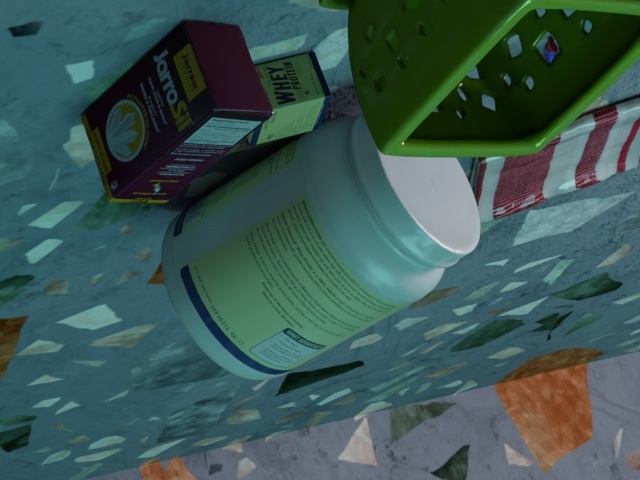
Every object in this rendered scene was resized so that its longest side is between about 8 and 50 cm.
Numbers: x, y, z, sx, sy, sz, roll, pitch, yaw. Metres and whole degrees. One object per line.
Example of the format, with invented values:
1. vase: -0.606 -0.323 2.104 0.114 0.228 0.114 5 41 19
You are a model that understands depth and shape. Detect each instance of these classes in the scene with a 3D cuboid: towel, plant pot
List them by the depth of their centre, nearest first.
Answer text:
1. plant pot: 0.149 -0.222 1.608 0.227 0.207 0.228 -3 146 -44
2. towel: 0.364 -0.119 2.429 0.329 0.037 0.237 -18 161 -6

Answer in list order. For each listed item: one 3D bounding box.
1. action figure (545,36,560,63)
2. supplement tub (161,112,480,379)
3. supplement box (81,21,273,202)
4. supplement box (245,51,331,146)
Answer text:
1. action figure: 0.280 -0.211 2.096 0.038 0.030 0.115 -23 164 -9
2. supplement tub: 0.000 0.000 2.059 0.325 0.235 0.235 -30 159 28
3. supplement box: -0.147 -0.125 1.757 0.081 0.104 0.188 -1 153 -45
4. supplement box: -0.042 -0.151 1.872 0.083 0.056 0.083 -15 161 -16
